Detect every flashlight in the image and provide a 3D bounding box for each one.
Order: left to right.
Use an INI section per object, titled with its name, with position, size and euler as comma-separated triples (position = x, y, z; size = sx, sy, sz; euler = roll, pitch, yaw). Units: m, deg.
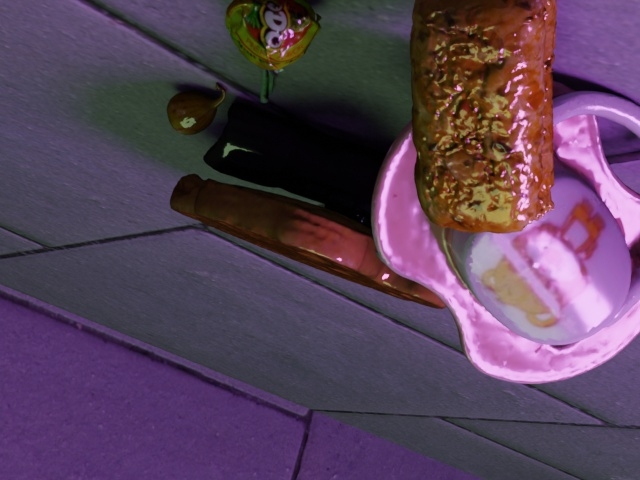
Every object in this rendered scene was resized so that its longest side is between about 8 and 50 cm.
[flashlight]
position = 0.083, -0.052, 1.392
size = 0.424, 0.103, 0.103
euler = 18, 163, -4

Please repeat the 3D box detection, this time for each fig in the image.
[fig]
position = -0.130, -0.145, 1.380
size = 0.050, 0.050, 0.083
euler = 28, 140, -36

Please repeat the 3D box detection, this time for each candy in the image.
[candy]
position = -0.048, -0.173, 1.196
size = 0.077, 0.073, 0.262
euler = 34, 171, 2

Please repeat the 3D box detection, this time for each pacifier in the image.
[pacifier]
position = 0.188, -0.012, 1.205
size = 0.273, 0.220, 0.332
euler = -5, 133, 53

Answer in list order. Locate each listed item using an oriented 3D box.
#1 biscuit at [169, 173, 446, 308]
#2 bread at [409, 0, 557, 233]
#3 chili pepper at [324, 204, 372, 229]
[biscuit]
position = 0.000, 0.000, 1.427
size = 0.312, 0.057, 0.351
euler = 21, 177, -21
[bread]
position = 0.129, -0.106, 1.013
size = 0.114, 0.083, 0.211
euler = 7, 119, 25
[chili pepper]
position = 0.116, 0.014, 1.604
size = 0.257, 0.074, 0.100
euler = 23, 172, -12
